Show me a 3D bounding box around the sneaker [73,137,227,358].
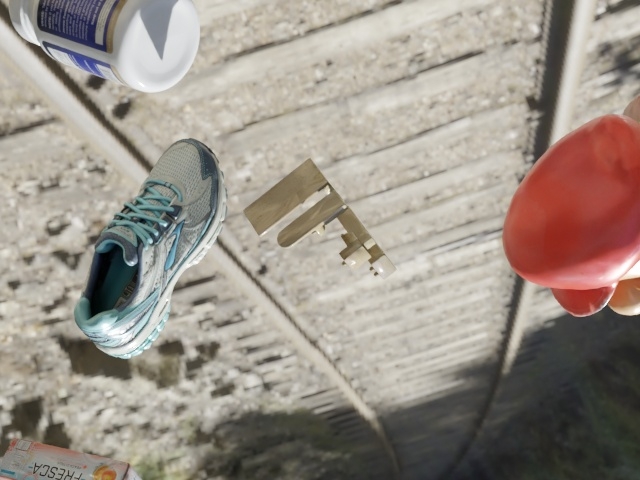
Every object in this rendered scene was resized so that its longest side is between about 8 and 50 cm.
[{"bbox_3d":[-0.203,0.000,1.293,0.110,0.282,0.122,17,168,21],"label":"sneaker"}]

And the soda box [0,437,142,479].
[{"bbox_3d":[-0.321,0.306,1.385,0.183,0.058,0.063,7,143,24],"label":"soda box"}]

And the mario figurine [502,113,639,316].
[{"bbox_3d":[0.280,-0.005,0.765,0.321,0.170,0.198,-7,173,-12],"label":"mario figurine"}]

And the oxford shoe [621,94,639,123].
[{"bbox_3d":[0.498,-0.059,1.062,0.397,0.146,0.140,1,151,4],"label":"oxford shoe"}]

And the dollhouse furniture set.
[{"bbox_3d":[0.000,0.000,1.557,0.123,0.144,0.151,-38,141,4],"label":"dollhouse furniture set"}]

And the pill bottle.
[{"bbox_3d":[-0.313,-0.313,1.544,0.265,0.153,0.153,23,-173,33],"label":"pill bottle"}]
